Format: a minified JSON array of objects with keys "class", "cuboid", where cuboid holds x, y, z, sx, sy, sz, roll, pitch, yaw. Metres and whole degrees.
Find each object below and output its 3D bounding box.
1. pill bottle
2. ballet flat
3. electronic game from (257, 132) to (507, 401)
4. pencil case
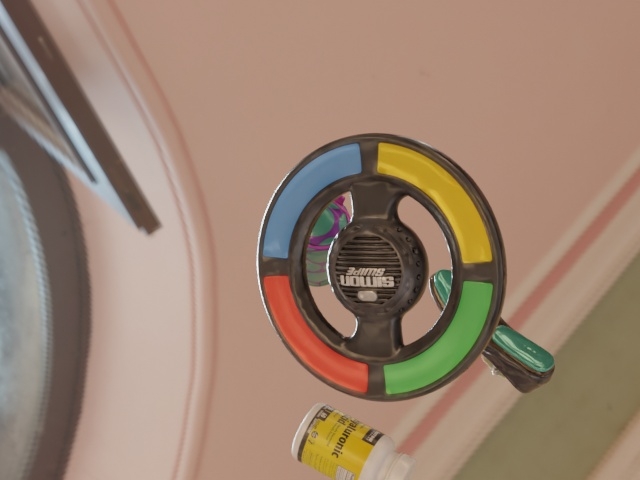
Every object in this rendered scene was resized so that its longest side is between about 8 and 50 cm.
[{"class":"pill bottle","cuboid":[0.035,0.216,1.189,0.116,0.065,0.065,25,-122,17]},{"class":"ballet flat","cuboid":[0.210,0.123,1.521,0.074,0.074,0.203,-41,-112,-19]},{"class":"electronic game","cuboid":[0.047,0.024,1.003,0.229,0.229,0.048,0,-174,27]},{"class":"pencil case","cuboid":[0.000,0.000,1.268,0.064,0.152,0.070,40,-102,10]}]
